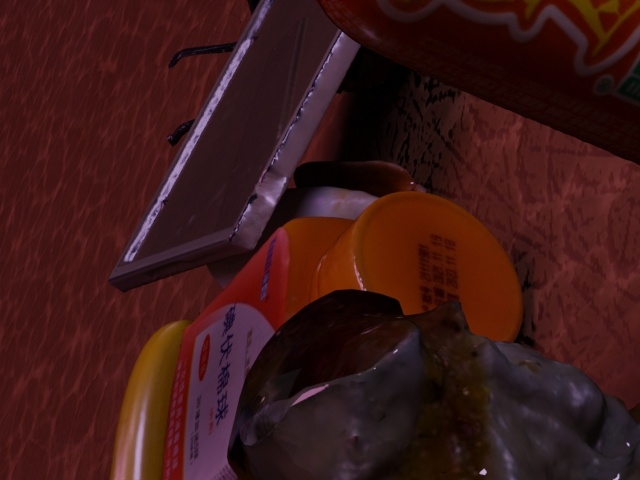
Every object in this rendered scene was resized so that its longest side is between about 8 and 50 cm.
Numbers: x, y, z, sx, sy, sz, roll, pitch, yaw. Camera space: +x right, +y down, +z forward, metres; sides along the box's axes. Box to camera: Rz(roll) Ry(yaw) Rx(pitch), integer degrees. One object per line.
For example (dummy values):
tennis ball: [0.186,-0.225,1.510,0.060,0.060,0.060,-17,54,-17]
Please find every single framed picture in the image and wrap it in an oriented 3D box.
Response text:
framed picture: [-0.027,-0.105,1.169,0.290,0.020,0.211,-63,18,-20]

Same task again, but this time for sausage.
sausage: [0.095,-0.077,0.725,0.083,0.264,0.083,-43,37,45]

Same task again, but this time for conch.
conch: [-0.005,-0.011,1.149,0.176,0.104,0.094,-41,71,46]

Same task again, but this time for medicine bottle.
medicine bottle: [0.007,0.073,1.011,0.222,0.112,0.149,-47,30,46]

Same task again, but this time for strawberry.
strawberry: [0.033,-0.147,1.239,0.152,0.048,0.104,-118,46,-68]

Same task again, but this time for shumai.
shumai: [0.034,0.162,0.750,0.222,0.203,0.272,172,112,-68]

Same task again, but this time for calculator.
calculator: [-0.074,0.159,1.106,0.032,0.146,0.235,-15,59,28]

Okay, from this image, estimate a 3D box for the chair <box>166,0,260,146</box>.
chair: [-0.045,-0.196,1.425,0.213,0.149,0.174,-19,34,8]
